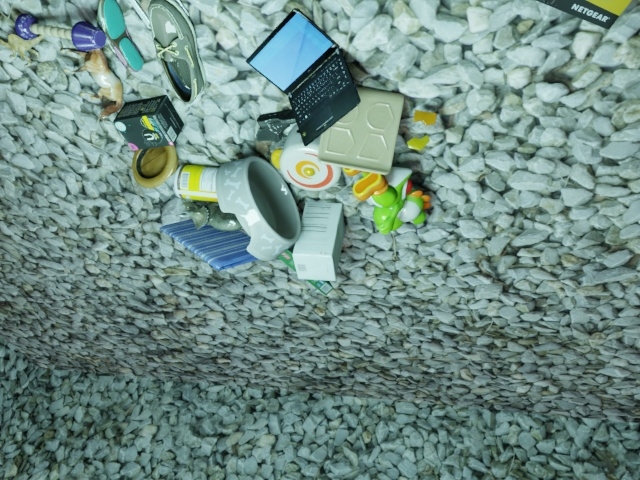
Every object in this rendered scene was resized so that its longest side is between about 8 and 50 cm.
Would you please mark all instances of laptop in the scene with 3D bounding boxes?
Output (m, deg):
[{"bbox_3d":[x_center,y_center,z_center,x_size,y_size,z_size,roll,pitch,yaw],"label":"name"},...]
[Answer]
[{"bbox_3d":[-0.051,-0.429,1.535,0.136,0.264,0.234,-3,160,-44],"label":"laptop"}]

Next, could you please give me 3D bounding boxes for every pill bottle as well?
[{"bbox_3d":[-0.377,-0.191,1.935,0.215,0.117,0.117,7,141,9],"label":"pill bottle"}]

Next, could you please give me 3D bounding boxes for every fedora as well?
[{"bbox_3d":[-0.538,-0.258,1.901,0.194,0.194,0.079,-10,170,26],"label":"fedora"}]

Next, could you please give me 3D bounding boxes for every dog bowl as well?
[{"bbox_3d":[-0.185,-0.112,1.816,0.102,0.349,0.349,-25,129,20],"label":"dog bowl"}]

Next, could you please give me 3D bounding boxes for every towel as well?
[{"bbox_3d":[-0.365,0.005,1.985,0.336,0.243,0.040,29,120,35],"label":"towel"}]

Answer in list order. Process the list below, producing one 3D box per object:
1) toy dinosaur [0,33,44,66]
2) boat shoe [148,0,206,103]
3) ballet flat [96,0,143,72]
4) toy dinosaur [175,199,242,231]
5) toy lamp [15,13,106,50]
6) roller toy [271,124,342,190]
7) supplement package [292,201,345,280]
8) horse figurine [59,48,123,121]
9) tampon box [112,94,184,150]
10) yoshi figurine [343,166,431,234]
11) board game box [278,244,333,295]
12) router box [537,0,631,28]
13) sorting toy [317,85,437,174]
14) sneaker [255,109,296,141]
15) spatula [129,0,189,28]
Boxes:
[{"bbox_3d":[-0.870,-0.564,1.672,0.183,0.053,0.093,0,138,16],"label":"toy dinosaur"},{"bbox_3d":[-0.394,-0.513,1.558,0.109,0.091,0.305,2,143,13],"label":"boat shoe"},{"bbox_3d":[-0.568,-0.566,1.578,0.079,0.077,0.221,16,146,28],"label":"ballet flat"},{"bbox_3d":[-0.334,-0.085,2.019,0.313,0.160,0.121,15,142,-1],"label":"toy dinosaur"},{"bbox_3d":[-0.705,-0.568,1.556,0.274,0.080,0.080,18,144,21],"label":"toy lamp"},{"bbox_3d":[-0.025,-0.252,1.736,0.209,0.146,0.191,32,137,-21],"label":"roller toy"},{"bbox_3d":[0.000,0.000,1.959,0.133,0.244,0.139,3,139,11],"label":"supplement package"},{"bbox_3d":[-0.666,-0.482,1.707,0.174,0.066,0.263,3,138,22],"label":"horse figurine"},{"bbox_3d":[-0.534,-0.365,1.780,0.161,0.101,0.120,-4,138,21],"label":"tampon box"},{"bbox_3d":[0.195,-0.122,1.791,0.203,0.204,0.362,18,172,42],"label":"yoshi figurine"},{"bbox_3d":[-0.099,0.053,2.091,0.046,0.213,0.317,-44,121,8],"label":"board game box"},{"bbox_3d":[0.541,-0.613,1.186,0.308,0.081,0.243,18,141,-6],"label":"router box"},{"bbox_3d":[0.158,-0.305,1.603,0.307,0.229,0.041,11,-174,3],"label":"sorting toy"},{"bbox_3d":[-0.129,-0.343,1.736,0.170,0.051,0.089,0,140,23],"label":"sneaker"},{"bbox_3d":[-0.460,-0.664,1.465,0.168,0.019,0.242,-9,140,24],"label":"spatula"}]
